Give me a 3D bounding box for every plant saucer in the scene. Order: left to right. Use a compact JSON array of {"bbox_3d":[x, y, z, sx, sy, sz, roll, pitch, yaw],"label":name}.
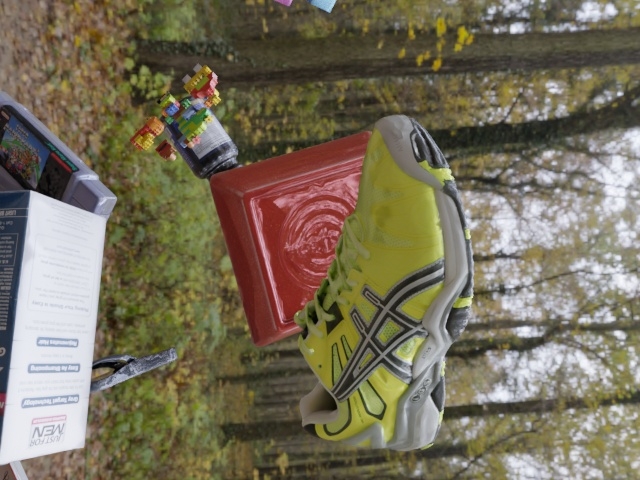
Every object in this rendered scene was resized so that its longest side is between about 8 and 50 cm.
[{"bbox_3d":[0.000,0.000,0.872,0.047,0.258,0.259,21,-53,64],"label":"plant saucer"}]

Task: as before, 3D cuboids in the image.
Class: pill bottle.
[{"bbox_3d":[-0.274,-0.225,1.456,0.219,0.122,0.123,55,-4,-3],"label":"pill bottle"}]

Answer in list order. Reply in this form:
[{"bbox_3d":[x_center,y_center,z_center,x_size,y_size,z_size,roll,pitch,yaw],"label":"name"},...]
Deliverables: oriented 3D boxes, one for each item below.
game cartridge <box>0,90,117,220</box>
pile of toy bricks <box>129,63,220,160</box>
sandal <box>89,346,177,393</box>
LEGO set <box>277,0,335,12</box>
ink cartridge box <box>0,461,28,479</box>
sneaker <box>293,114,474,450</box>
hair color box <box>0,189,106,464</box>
[{"bbox_3d":[-0.542,-0.096,1.136,0.068,0.355,0.230,-17,142,-58],"label":"game cartridge"},{"bbox_3d":[-0.265,-0.234,1.225,0.105,0.212,0.118,46,2,35],"label":"pile of toy bricks"},{"bbox_3d":[-0.393,0.243,1.177,0.254,0.097,0.055,-15,87,-54],"label":"sandal"},{"bbox_3d":[-0.031,-0.251,0.450,0.093,0.086,0.227,-59,-134,26],"label":"LEGO set"},{"bbox_3d":[-0.492,0.412,0.974,0.275,0.060,0.239,65,-27,1],"label":"ink cartridge box"},{"bbox_3d":[0.051,0.070,0.606,0.145,0.147,0.385,-110,-162,-61],"label":"sneaker"},{"bbox_3d":[-0.409,0.119,0.862,0.174,0.105,0.348,35,55,-71],"label":"hair color box"}]
